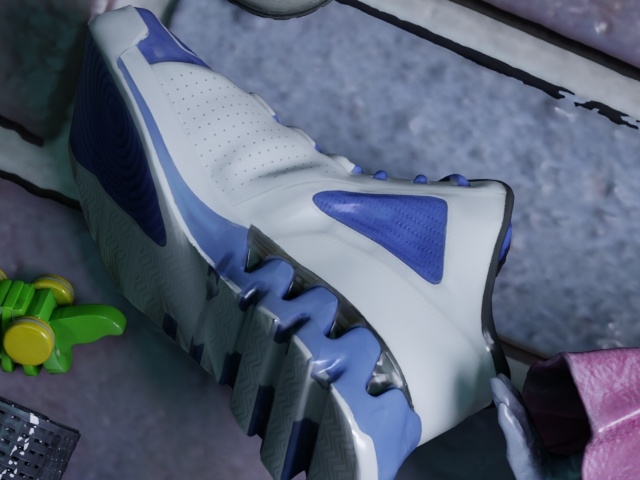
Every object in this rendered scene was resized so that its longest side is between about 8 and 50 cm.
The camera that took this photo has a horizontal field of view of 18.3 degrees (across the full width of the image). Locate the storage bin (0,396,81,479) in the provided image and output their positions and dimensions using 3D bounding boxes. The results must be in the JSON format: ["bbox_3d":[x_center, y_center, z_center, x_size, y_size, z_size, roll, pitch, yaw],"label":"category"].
[{"bbox_3d":[-0.234,0.105,1.087,0.180,0.122,0.084,22,82,5],"label":"storage bin"}]

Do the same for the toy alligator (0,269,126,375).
[{"bbox_3d":[-0.205,0.047,1.134,0.189,0.056,0.051,9,122,3],"label":"toy alligator"}]

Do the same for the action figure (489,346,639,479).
[{"bbox_3d":[0.283,0.106,1.013,0.370,0.248,0.276,-13,82,2],"label":"action figure"}]

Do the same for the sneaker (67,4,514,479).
[{"bbox_3d":[0.001,0.001,1.106,0.182,0.127,0.315,-19,58,-32],"label":"sneaker"}]

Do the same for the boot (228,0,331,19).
[{"bbox_3d":[-0.076,-0.242,1.118,0.083,0.161,0.246,-34,82,-4],"label":"boot"}]
